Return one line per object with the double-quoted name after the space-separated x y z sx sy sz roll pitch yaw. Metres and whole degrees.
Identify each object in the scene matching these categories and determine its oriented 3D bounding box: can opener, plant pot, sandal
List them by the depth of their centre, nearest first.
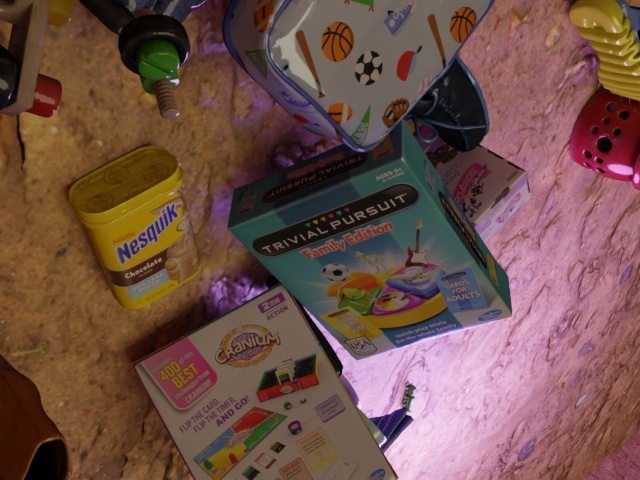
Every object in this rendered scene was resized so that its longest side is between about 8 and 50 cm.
-0.021 0.127 1.192 0.073 0.186 0.059 -31 174 14 "can opener"
0.561 -0.363 1.421 0.138 0.126 0.317 -56 140 -6 "sandal"
0.633 -0.206 1.604 0.191 0.174 0.191 -31 140 -29 "plant pot"

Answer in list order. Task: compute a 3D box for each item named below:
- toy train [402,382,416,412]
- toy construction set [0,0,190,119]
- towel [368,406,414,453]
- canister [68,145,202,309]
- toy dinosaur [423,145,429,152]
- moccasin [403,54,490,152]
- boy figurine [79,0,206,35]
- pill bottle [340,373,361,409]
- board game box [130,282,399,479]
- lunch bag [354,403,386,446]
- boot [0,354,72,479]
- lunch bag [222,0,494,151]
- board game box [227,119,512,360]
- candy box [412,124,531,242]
0.194 0.344 1.723 0.017 0.024 0.083 -24 136 -32 "toy train"
-0.264 -0.251 0.613 0.309 0.237 0.257 -7 154 -22 "toy construction set"
-0.002 0.385 1.348 0.243 0.040 0.336 -40 -178 -31 "towel"
-0.211 -0.011 0.939 0.126 0.073 0.170 -33 142 -23 "canister"
0.067 -0.093 1.128 0.092 0.183 0.053 -26 107 -84 "toy dinosaur"
0.116 -0.223 1.080 0.117 0.138 0.342 -53 131 -9 "moccasin"
-0.107 -0.312 0.780 0.285 0.092 0.177 -51 142 4 "boy figurine"
-0.032 0.306 1.371 0.187 0.112 0.112 -36 141 -20 "pill bottle"
-0.077 0.250 1.089 0.242 0.316 0.064 -28 172 -15 "board game box"
-0.055 0.301 1.214 0.223 0.262 0.160 -42 143 -15 "lunch bag"
-0.368 0.279 0.898 0.104 0.211 0.295 -8 126 -43 "boot"
0.050 -0.267 0.847 0.243 0.115 0.303 39 85 -42 "lunch bag"
0.076 0.019 1.077 0.254 0.079 0.336 -21 132 25 "board game box"
0.191 -0.077 1.211 0.165 0.196 0.070 -43 143 -12 "candy box"
